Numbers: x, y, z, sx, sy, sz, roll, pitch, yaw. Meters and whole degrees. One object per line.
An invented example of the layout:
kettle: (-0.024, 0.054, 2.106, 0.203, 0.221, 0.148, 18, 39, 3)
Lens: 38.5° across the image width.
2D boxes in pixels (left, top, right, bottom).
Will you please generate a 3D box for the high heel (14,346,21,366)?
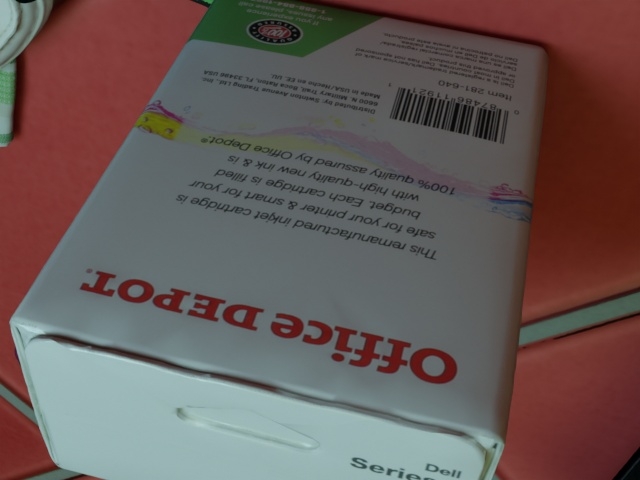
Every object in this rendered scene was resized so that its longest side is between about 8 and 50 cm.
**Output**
high heel: (-0.181, 0.046, 0.750, 0.244, 0.082, 0.117, -9, 97, 43)

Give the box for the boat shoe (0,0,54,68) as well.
boat shoe: (-0.287, -0.111, 0.575, 0.277, 0.096, 0.098, -16, 123, 29)

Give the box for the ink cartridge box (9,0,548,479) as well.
ink cartridge box: (0.000, 0.000, 0.480, 0.201, 0.278, 0.117, 12, 136, 7)

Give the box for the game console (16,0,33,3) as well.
game console: (-0.113, -0.186, 0.490, 0.071, 0.107, 0.122, 34, 140, 27)

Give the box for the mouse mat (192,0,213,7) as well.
mouse mat: (-0.115, -0.219, 0.511, 0.190, 0.007, 0.152, 21, 135, -2)

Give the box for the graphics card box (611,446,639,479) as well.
graphics card box: (0.313, 0.195, 0.584, 0.233, 0.094, 0.371, 41, 130, 24)

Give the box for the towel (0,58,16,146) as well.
towel: (-0.258, -0.141, 0.625, 0.113, 0.023, 0.152, 20, 132, -3)
